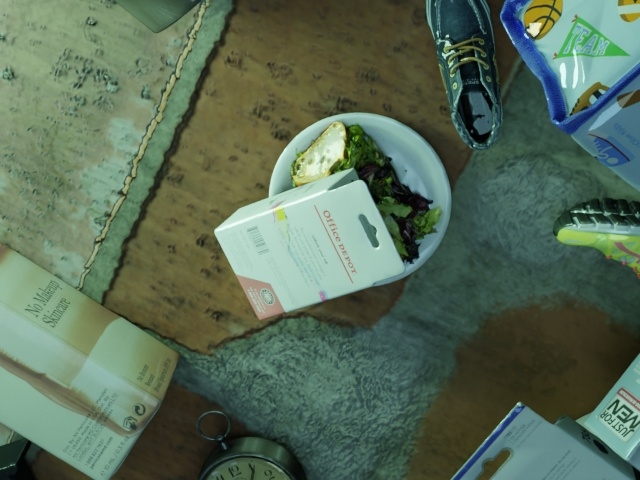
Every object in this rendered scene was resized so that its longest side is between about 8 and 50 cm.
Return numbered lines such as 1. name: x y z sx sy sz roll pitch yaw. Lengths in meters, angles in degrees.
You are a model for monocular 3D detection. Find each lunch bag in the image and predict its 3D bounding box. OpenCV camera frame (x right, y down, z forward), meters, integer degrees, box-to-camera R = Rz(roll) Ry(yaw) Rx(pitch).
1. lunch bag: 0.419 -0.214 1.380 0.328 0.239 0.385 29 119 -38

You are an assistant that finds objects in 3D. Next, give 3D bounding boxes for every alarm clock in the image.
1. alarm clock: -0.088 0.276 1.729 0.129 0.064 0.192 -23 108 12

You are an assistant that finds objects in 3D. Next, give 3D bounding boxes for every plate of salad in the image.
1. plate of salad: 0.042 -0.039 1.618 0.200 0.048 0.200 1 109 4

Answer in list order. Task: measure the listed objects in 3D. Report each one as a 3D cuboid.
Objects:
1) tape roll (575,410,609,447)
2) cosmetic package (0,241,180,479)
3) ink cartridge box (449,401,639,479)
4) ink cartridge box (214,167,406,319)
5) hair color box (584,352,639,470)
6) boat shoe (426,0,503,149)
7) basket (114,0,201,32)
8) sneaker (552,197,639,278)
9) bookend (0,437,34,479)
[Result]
1. tape roll: 0.398 0.366 1.716 0.392 0.072 0.392 1 108 4
2. cosmetic package: -0.318 0.120 1.650 0.296 0.153 0.129 32 107 -8
3. ink cartridge box: 0.296 0.313 1.636 0.332 0.065 0.165 37 108 -9
4. ink cartridge box: 0.000 0.000 1.582 0.198 0.067 0.115 -18 105 34
5. hair color box: 0.469 0.109 1.537 0.185 0.113 0.374 37 94 -19
6. boat shoe: 0.153 -0.186 1.538 0.065 0.083 0.183 -14 107 9
7. basket: -0.192 -0.333 1.484 0.204 0.154 0.227 -45 107 -7
8. sneaker: 0.350 0.012 1.593 0.208 0.081 0.094 6 112 2
9. bookend: -0.391 0.335 1.770 0.157 0.072 0.156 -19 107 10
